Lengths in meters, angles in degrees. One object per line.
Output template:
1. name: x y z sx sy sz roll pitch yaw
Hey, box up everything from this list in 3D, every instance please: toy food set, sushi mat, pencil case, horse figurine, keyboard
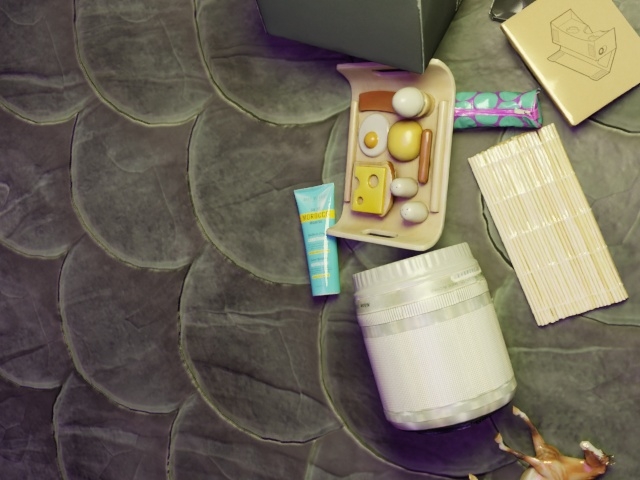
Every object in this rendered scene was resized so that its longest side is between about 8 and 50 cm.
1. toy food set: 0.104 -0.148 1.175 0.220 0.092 0.306 10 97 42
2. sushi mat: 0.375 -0.027 1.149 0.151 0.019 0.316 -24 84 22
3. pencil case: 0.290 -0.218 1.146 0.151 0.070 0.064 3 107 24
4. horse figurine: 0.337 0.407 1.153 0.174 0.066 0.263 35 97 -1
5. keyboard: 0.357 -0.444 1.134 0.108 0.023 0.180 22 101 26

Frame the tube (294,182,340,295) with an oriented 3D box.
1. tube: 0.000 0.000 1.292 0.080 0.052 0.207 -9 83 13

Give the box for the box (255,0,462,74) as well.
1. box: 0.082 -0.457 1.098 0.296 0.183 0.294 21 67 21

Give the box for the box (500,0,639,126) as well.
1. box: 0.410 -0.306 1.090 0.164 0.021 0.201 -33 83 4

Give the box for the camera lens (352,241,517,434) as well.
1. camera lens: 0.184 0.161 1.128 0.219 0.219 0.274 -17 86 22
